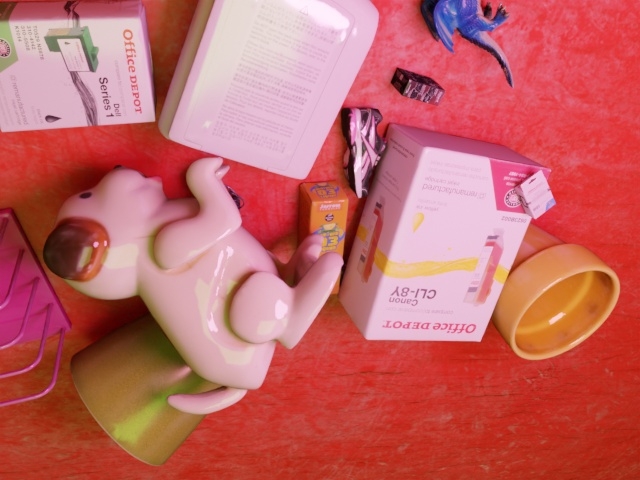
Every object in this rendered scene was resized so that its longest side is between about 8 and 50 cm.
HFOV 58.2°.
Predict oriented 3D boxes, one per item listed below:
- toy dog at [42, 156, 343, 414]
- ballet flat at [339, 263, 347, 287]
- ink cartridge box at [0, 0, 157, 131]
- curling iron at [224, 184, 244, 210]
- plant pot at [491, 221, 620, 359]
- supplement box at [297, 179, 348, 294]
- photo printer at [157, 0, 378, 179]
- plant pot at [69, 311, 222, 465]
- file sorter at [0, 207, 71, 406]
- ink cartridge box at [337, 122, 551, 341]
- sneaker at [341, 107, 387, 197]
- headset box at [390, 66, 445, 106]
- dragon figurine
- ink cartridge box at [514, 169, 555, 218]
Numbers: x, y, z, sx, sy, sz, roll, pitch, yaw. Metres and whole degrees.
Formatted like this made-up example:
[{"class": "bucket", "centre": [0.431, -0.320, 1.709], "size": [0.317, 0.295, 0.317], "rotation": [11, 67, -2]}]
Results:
[{"class": "toy dog", "centre": [-0.228, 0.044, 0.944], "size": [0.407, 0.285, 0.396], "rotation": [30, 103, -10]}, {"class": "ballet flat", "centre": [0.103, 0.123, 1.284], "size": [0.084, 0.058, 0.250], "rotation": [-47, 132, -3]}, {"class": "ink cartridge box", "centre": [-0.356, -0.253, 0.829], "size": [0.219, 0.093, 0.160], "rotation": [-7, 128, -12]}, {"class": "curling iron", "centre": [-0.270, -0.031, 1.060], "size": [0.273, 0.035, 0.068], "rotation": [-23, 120, 2]}, {"class": "plant pot", "centre": [0.451, 0.083, 1.229], "size": [0.253, 0.239, 0.254], "rotation": [-12, 130, -15]}, {"class": "supplement box", "centre": [0.000, 0.000, 1.139], "size": [0.077, 0.080, 0.234], "rotation": [-7, 125, -15]}, {"class": "photo printer", "centre": [-0.074, -0.263, 0.854], "size": [0.255, 0.107, 0.308], "rotation": [13, 120, -25]}, {"class": "plant pot", "centre": [-0.278, 0.233, 1.133], "size": [0.293, 0.275, 0.275], "rotation": [-40, 129, -6]}, {"class": "file sorter", "centre": [-0.589, 0.131, 0.986], "size": [0.201, 0.182, 0.291], "rotation": [-13, 128, -7]}, {"class": "ink cartridge box", "centre": [0.228, -0.001, 1.118], "size": [0.278, 0.160, 0.385], "rotation": [5, 114, -22]}, {"class": "sneaker", "centre": [0.086, -0.159, 1.052], "size": [0.077, 0.072, 0.178], "rotation": [-12, 129, -11]}, {"class": "headset box", "centre": [0.173, -0.267, 1.003], "size": [0.083, 0.062, 0.032], "rotation": [10, 123, -24]}, {"class": "dragon figurine", "centre": [0.216, -0.362, 0.929], "size": [0.143, 0.085, 0.289], "rotation": [-26, 124, 6]}, {"class": "ink cartridge box", "centre": [0.378, -0.086, 1.019], "size": [0.048, 0.028, 0.083], "rotation": [-37, 122, -1]}]
